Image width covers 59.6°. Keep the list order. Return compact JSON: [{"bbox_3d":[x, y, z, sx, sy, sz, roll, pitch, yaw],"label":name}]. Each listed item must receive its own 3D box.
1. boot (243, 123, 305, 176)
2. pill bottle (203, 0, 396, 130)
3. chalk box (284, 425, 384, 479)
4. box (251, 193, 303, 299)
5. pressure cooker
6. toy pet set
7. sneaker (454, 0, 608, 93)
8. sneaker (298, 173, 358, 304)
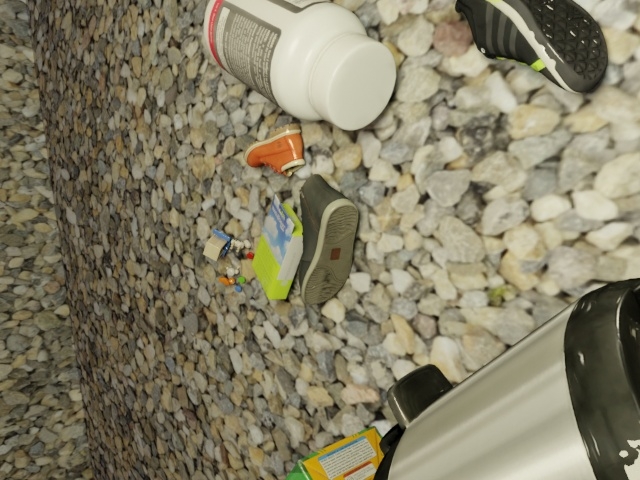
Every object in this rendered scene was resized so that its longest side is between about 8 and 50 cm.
[{"bbox_3d":[-0.089,-0.155,1.063,0.158,0.059,0.085,-18,88,48],"label":"boot"},{"bbox_3d":[-0.035,-0.297,0.881,0.318,0.176,0.176,41,126,37],"label":"pill bottle"},{"bbox_3d":[0.021,0.491,0.961,0.179,0.180,0.289,52,131,29],"label":"chalk box"},{"bbox_3d":[-0.078,0.013,1.077,0.109,0.042,0.178,56,135,43],"label":"box"},{"bbox_3d":[0.251,0.287,0.523,0.420,0.375,0.370,-52,20,41],"label":"pressure cooker"},{"bbox_3d":[-0.198,0.031,1.237,0.114,0.065,0.122,29,128,2],"label":"toy pet set"},{"bbox_3d":[0.241,-0.249,0.668,0.235,0.084,0.097,61,160,23],"label":"sneaker"},{"bbox_3d":[0.000,0.000,0.986,0.118,0.083,0.222,55,137,47],"label":"sneaker"}]
